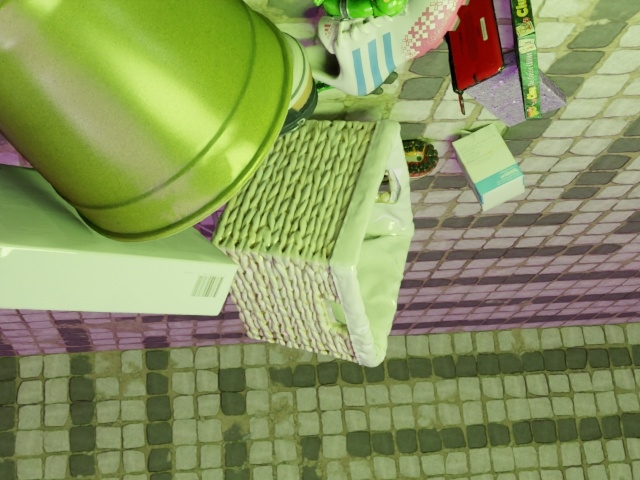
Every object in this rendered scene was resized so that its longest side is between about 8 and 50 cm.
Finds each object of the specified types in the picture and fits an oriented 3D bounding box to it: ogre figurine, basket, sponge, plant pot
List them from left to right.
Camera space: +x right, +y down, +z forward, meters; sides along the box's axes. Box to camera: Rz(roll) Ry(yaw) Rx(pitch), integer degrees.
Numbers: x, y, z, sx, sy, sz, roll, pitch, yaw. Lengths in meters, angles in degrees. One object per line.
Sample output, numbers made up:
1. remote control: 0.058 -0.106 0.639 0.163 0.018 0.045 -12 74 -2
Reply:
1. plant pot: -0.279 -0.239 1.124 0.366 0.366 0.353 -15 146 25
2. basket: 0.000 0.000 1.663 0.266 0.331 0.328 6 145 16
3. ogre figurine: 0.056 -0.351 1.183 0.118 0.097 0.197 16 129 12
4. sponge: 0.334 -0.260 1.622 0.117 0.031 0.210 -18 157 31

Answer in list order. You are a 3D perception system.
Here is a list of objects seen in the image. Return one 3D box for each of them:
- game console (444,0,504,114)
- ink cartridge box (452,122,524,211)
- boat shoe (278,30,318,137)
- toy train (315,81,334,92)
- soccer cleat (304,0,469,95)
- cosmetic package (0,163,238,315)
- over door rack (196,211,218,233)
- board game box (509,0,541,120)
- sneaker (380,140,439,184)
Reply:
1. game console: 0.227 -0.278 1.375 0.124 0.144 0.085 -22 155 39
2. ink cartridge box: 0.318 -0.147 1.793 0.090 0.143 0.092 -25 158 4
3. boat shoe: -0.233 -0.194 1.417 0.500 0.186 0.156 -9 164 20
4. toy train: -0.003 -0.256 1.568 0.083 0.017 0.024 -10 170 12
5. soccer cleat: 0.083 -0.303 1.311 0.143 0.116 0.331 11 154 -22
6. cosmetic package: -0.348 -0.006 1.321 0.377 0.284 0.097 7 114 -45
7. over door rack: -0.176 -0.036 2.008 0.239 0.108 0.324 -19 157 36
8. board game box: 0.298 -0.291 1.370 0.030 0.136 0.259 -11 159 11
9. sneaker: 0.116 -0.136 1.833 0.225 0.088 0.093 -3 166 1
